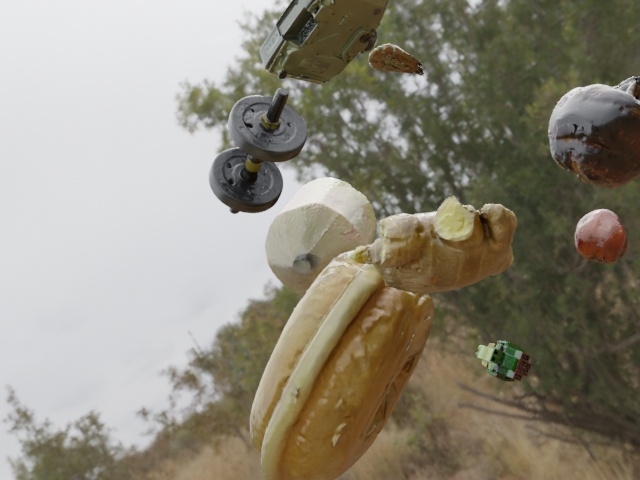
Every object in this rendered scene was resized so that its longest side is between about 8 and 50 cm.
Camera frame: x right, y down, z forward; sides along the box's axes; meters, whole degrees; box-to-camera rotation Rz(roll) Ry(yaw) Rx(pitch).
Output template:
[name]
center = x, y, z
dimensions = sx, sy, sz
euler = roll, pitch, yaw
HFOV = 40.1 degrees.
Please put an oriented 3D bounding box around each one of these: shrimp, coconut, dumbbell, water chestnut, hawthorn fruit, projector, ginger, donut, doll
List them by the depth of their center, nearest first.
[ginger]
center = 0.144, 0.013, 1.128
dimensions = 0.216, 0.102, 0.157
euler = -8, -22, 8
[hawthorn fruit]
center = 0.454, -0.009, 1.412
dimensions = 0.093, 0.093, 0.093
euler = -33, -8, -5
[donut]
center = 0.038, 0.215, 1.478
dimensions = 0.449, 0.198, 0.449
euler = -53, -18, -26
[dumbbell]
center = -0.116, -0.156, 1.605
dimensions = 0.143, 0.143, 0.325
euler = -28, -22, -37
[projector]
center = 0.021, -0.421, 1.750
dimensions = 0.194, 0.088, 0.269
euler = 5, -36, -36
[coconut]
center = 0.000, 0.000, 1.945
dimensions = 0.239, 0.239, 0.244
euler = -39, 11, 35
[water chestnut]
center = 0.721, -0.277, 2.214
dimensions = 0.244, 0.289, 0.289
euler = -27, -10, -26
[shrimp]
center = 0.202, -0.464, 2.278
dimensions = 0.184, 0.043, 0.091
euler = 10, -35, -32
[doll]
center = 0.503, 0.332, 2.444
dimensions = 0.186, 0.134, 0.106
euler = 176, 114, -80
